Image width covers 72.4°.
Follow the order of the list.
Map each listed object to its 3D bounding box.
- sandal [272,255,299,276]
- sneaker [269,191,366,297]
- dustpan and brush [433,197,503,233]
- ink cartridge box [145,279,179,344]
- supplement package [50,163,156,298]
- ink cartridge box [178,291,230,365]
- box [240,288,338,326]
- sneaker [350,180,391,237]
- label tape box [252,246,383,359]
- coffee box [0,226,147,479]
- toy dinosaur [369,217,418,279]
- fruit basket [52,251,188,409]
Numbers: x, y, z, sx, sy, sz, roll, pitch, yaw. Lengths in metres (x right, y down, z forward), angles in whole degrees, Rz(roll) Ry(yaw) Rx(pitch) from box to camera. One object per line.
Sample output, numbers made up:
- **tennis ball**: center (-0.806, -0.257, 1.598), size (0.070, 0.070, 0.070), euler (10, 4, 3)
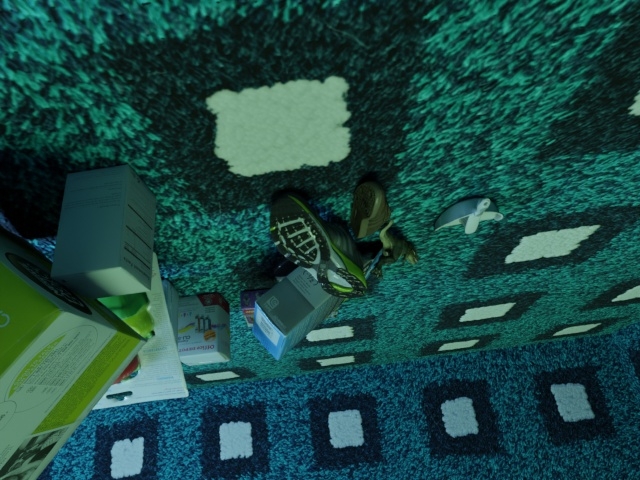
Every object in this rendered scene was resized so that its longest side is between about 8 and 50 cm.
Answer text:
- **sandal**: center (-0.055, 0.027, 1.024), size (0.067, 0.040, 0.179), euler (6, 137, -38)
- **sneaker**: center (0.000, 0.000, 0.901), size (0.111, 0.121, 0.300), euler (-16, 134, 25)
- **dustpan and brush**: center (0.321, -0.056, 0.914), size (0.147, 0.061, 0.211), euler (-10, 155, 5)
- **ink cartridge box**: center (-0.509, 0.221, 1.109), size (0.272, 0.199, 0.115), euler (-6, 156, -2)
- **supplement package**: center (-0.334, -0.012, 0.692), size (0.105, 0.180, 0.105), euler (-7, 155, 2)
- **ink cartridge box**: center (-0.337, 0.259, 1.260), size (0.128, 0.176, 0.127), euler (-8, 155, 1)
- **box**: center (-0.089, 0.201, 1.346), size (0.292, 0.057, 0.201), euler (-5, 155, -5)
- **sneaker**: center (0.106, -0.067, 0.853), size (0.071, 0.066, 0.188), euler (-19, 163, -14)
- **label tape box**: center (-0.005, 0.125, 1.101), size (0.347, 0.115, 0.249), euler (-40, 166, -25)
- **coffee box**: center (-0.534, 0.165, 0.632), size (0.337, 0.338, 0.334), euler (35, 162, 8)
- **toy dinosaur**: center (0.157, 0.031, 0.998), size (0.118, 0.064, 0.268), euler (-58, 153, 0)
- **fruit basket**: center (-0.480, 0.206, 0.961), size (0.326, 0.165, 0.354), euler (-8, 111, 0)
